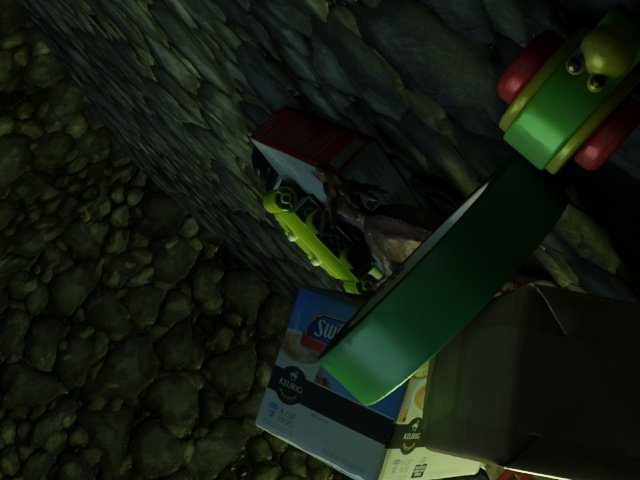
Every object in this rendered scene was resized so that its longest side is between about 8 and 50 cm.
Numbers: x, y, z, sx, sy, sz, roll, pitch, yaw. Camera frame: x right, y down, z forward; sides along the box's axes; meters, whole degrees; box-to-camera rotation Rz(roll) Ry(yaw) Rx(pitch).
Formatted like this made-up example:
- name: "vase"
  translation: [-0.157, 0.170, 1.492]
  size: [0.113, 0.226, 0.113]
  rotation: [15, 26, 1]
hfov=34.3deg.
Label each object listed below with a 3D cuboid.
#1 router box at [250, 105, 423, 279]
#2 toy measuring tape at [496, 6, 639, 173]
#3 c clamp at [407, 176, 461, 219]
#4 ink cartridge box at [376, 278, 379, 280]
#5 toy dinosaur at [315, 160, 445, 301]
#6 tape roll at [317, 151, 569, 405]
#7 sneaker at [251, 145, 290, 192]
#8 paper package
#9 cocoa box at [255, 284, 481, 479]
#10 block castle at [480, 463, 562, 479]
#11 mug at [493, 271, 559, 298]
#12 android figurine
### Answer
- name: "router box"
  translation: [0.068, -0.052, 1.711]
  size: [0.335, 0.082, 0.301]
  rotation: [50, 168, -31]
- name: "toy measuring tape"
  translation: [0.200, -0.099, 0.906]
  size: [0.121, 0.121, 0.330]
  rotation: [43, 170, 8]
- name: "c clamp"
  translation: [0.183, -0.038, 1.502]
  size: [0.137, 0.022, 0.161]
  rotation: [54, 169, -22]
- name: "ink cartridge box"
  translation: [0.158, 0.223, 2.138]
  size: [0.197, 0.198, 0.270]
  rotation: [39, 170, 23]
- name: "toy dinosaur"
  translation: [0.109, -0.013, 1.397]
  size: [0.296, 0.127, 0.200]
  rotation: [6, 145, 42]
- name: "tape roll"
  translation: [0.133, 0.041, 1.143]
  size: [0.077, 0.321, 0.321]
  rotation: [43, 170, 2]
- name: "sneaker"
  translation: [-0.087, -0.138, 1.940]
  size: [0.124, 0.107, 0.283]
  rotation: [50, 170, 4]
- name: "paper package"
  translation: [0.288, 0.165, 1.061]
  size: [0.309, 0.168, 0.325]
  rotation: [11, 170, -4]
- name: "cocoa box"
  translation: [0.113, 0.220, 1.599]
  size: [0.231, 0.228, 0.347]
  rotation: [21, -176, 34]
- name: "block castle"
  translation: [0.477, 0.420, 1.666]
  size: [0.303, 0.213, 0.453]
  rotation: [38, -176, -43]
- name: "mug"
  translation: [0.276, 0.087, 1.471]
  size: [0.169, 0.150, 0.113]
  rotation: [-170, 72, -66]
- name: "android figurine"
  translation: [0.000, 0.000, 1.803]
  size: [0.248, 0.056, 0.273]
  rotation: [46, 168, -12]
